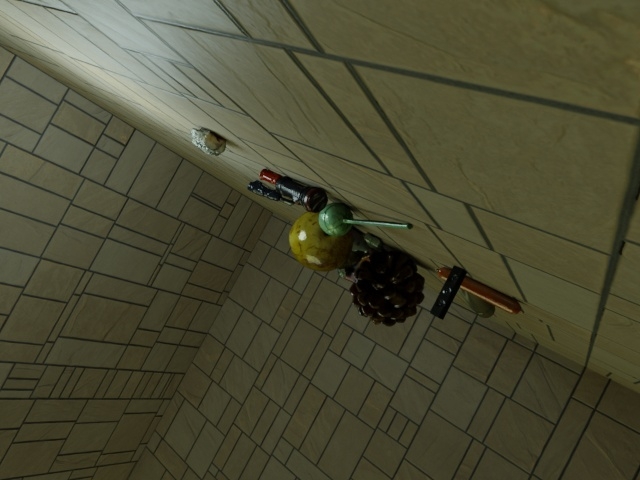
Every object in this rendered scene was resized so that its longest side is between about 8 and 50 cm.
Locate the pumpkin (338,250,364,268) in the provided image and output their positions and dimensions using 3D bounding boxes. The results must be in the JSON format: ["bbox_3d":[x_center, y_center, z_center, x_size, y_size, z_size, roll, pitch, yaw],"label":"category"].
[{"bbox_3d":[0.114,0.039,2.320,0.219,0.219,0.162,28,156,12],"label":"pumpkin"}]

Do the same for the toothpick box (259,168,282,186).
[{"bbox_3d":[-0.182,-0.233,1.736,0.083,0.047,0.047,26,177,25],"label":"toothpick box"}]

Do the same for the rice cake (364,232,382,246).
[{"bbox_3d":[0.243,0.009,2.123,0.080,0.042,0.222,32,180,14],"label":"rice cake"}]

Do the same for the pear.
[{"bbox_3d":[0.000,0.000,1.974,0.281,0.280,0.281,28,178,1],"label":"pear"}]

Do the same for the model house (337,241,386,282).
[{"bbox_3d":[0.239,0.128,2.466,0.202,0.236,0.237,35,171,-31],"label":"model house"}]

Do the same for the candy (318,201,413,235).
[{"bbox_3d":[0.132,-0.058,1.486,0.119,0.119,0.440,30,171,-30],"label":"candy"}]

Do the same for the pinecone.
[{"bbox_3d":[0.307,0.192,2.158,0.385,0.384,0.384,28,178,1],"label":"pinecone"}]

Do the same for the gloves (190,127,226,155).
[{"bbox_3d":[-0.395,-0.339,1.605,0.114,0.070,0.153,30,179,-35],"label":"gloves"}]

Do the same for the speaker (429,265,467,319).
[{"bbox_3d":[0.454,0.185,1.651,0.040,0.191,0.046,25,175,42],"label":"speaker"}]

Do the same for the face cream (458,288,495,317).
[{"bbox_3d":[0.636,0.226,1.965,0.341,0.084,0.137,39,-179,-39],"label":"face cream"}]

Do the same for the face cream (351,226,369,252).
[{"bbox_3d":[0.150,-0.004,2.186,0.101,0.101,0.252,26,177,44],"label":"face cream"}]

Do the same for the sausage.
[{"bbox_3d":[0.590,0.184,1.742,0.348,0.053,0.053,28,178,23],"label":"sausage"}]

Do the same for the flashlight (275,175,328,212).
[{"bbox_3d":[-0.074,-0.161,1.594,0.093,0.093,0.232,30,177,-42],"label":"flashlight"}]

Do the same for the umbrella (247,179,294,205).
[{"bbox_3d":[-0.245,-0.234,2.329,0.248,0.070,0.071,24,177,5],"label":"umbrella"}]
